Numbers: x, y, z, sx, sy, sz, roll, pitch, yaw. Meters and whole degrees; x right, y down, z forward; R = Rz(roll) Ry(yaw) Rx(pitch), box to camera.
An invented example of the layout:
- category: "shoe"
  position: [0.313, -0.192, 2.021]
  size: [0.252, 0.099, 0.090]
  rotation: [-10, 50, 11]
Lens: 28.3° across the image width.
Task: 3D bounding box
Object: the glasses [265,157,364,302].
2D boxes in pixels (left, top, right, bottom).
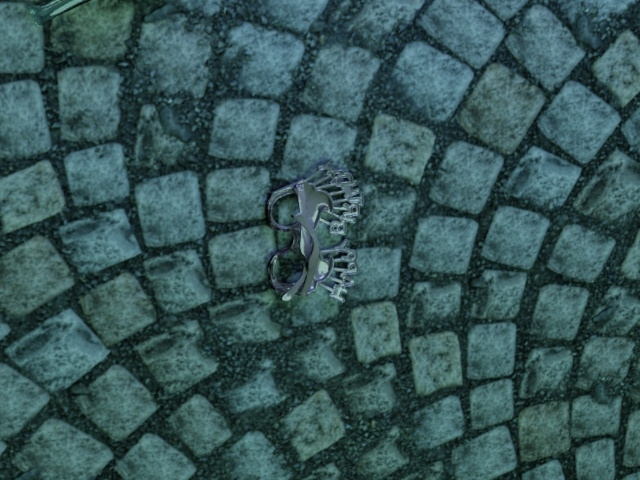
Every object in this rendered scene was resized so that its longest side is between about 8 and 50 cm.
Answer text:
- category: "glasses"
  position: [0.003, -0.003, 2.046]
  size: [0.162, 0.095, 0.255]
  rotation: [-10, 116, -24]

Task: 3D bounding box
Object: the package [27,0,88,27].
- category: "package"
  position: [-0.365, -0.344, 1.824]
  size: [0.110, 0.015, 0.037]
  rotation: [-29, 117, -7]
